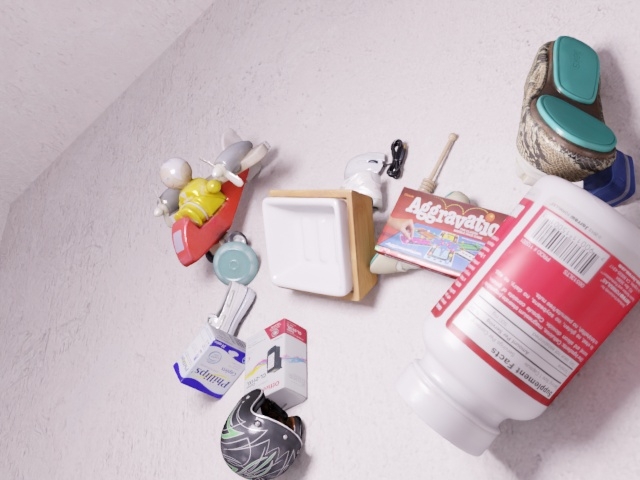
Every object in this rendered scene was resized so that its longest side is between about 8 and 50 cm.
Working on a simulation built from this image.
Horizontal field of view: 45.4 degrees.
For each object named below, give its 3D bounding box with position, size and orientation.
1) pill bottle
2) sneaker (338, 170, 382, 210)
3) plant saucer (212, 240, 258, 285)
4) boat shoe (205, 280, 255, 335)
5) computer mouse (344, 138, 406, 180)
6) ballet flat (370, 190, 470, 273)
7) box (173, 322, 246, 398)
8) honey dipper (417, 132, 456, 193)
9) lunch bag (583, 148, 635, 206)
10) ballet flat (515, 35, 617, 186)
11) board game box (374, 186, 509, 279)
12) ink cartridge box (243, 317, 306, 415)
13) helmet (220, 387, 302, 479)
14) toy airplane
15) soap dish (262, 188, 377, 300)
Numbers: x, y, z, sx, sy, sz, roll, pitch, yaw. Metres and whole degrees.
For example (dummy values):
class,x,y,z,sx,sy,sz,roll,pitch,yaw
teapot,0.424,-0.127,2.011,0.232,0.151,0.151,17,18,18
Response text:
class,x,y,z,sx,sy,sz,roll,pitch,yaw
pill bottle,0.306,0.121,1.176,0.407,0.229,0.229,-51,35,6
sneaker,0.048,-0.060,1.755,0.232,0.090,0.115,-36,49,32
plant saucer,-0.218,0.062,1.950,0.119,0.119,0.021,-50,-2,8
boat shoe,-0.249,0.204,1.888,0.226,0.076,0.083,-62,21,-17
computer mouse,0.117,-0.178,1.803,0.193,0.042,0.106,-11,55,45
ballet flat,0.206,0.004,1.529,0.248,0.086,0.086,-43,37,16
box,-0.251,0.284,1.794,0.137,0.126,0.072,-51,37,8
honey dipper,0.252,-0.163,1.645,0.030,0.030,0.160,9,67,52
lunch bag,0.488,-0.109,1.291,0.067,0.065,0.098,-34,39,52
ballet flat,0.406,-0.194,1.318,0.483,0.164,0.182,-66,2,-54
board game box,0.250,-0.004,1.441,0.281,0.027,0.145,18,76,34
ink cartridge box,-0.098,0.277,1.664,0.127,0.072,0.175,-31,41,30
helmet,-0.118,0.394,1.519,0.169,0.169,0.161,-41,22,20
toy airplane,-0.302,-0.158,2.077,0.386,0.272,0.384,-54,27,12
soap dish,0.000,0.000,1.663,0.291,0.118,0.229,5,103,52
